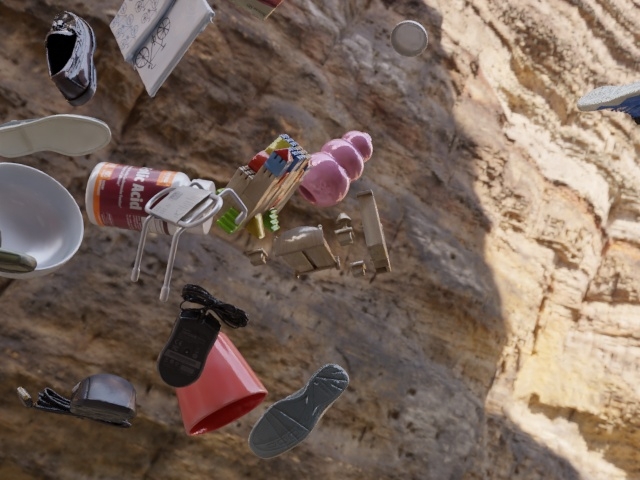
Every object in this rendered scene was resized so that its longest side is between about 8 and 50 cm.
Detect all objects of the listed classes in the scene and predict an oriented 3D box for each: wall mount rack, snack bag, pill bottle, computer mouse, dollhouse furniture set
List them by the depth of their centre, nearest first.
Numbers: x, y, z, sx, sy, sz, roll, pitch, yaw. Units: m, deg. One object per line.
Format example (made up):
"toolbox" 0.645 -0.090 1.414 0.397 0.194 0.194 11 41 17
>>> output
"computer mouse" -0.377 0.239 0.950 0.184 0.060 0.262 17 -26 -13
"wall mount rack" -0.354 -0.017 1.517 0.350 0.304 0.130 17 -34 53
"computer mouse" -0.321 0.253 1.570 0.189 0.272 0.072 30 8 -10
"snack bag" -0.451 -0.609 1.683 0.323 0.342 0.037 -43 -28 27
"dollhouse furniture set" 0.000 0.000 1.743 0.356 0.173 0.303 -13 -26 9
"pill bottle" -0.575 -0.136 2.095 0.393 0.223 0.224 7 -26 0

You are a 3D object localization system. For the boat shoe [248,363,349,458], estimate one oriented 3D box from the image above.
"boat shoe" -0.055 0.447 1.573 0.118 0.320 0.103 40 -35 16

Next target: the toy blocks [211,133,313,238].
"toy blocks" -0.137 -0.177 1.706 0.191 0.381 0.260 41 -69 6

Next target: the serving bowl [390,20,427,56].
"serving bowl" 0.197 -0.447 1.339 0.084 0.027 0.083 14 -42 13

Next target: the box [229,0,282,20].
"box" -0.124 -0.655 1.409 0.232 0.126 0.149 -38 -28 28

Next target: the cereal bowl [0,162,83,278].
"cereal bowl" -0.845 -0.038 1.677 0.339 0.338 0.141 38 -53 -25

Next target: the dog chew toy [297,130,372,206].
"dog chew toy" 0.064 -0.278 2.248 0.207 0.332 0.206 42 -15 14

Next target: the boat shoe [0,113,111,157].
"boat shoe" -0.712 -0.291 1.628 0.320 0.099 0.116 -5 -57 3

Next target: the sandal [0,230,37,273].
"sandal" -0.587 -0.034 0.960 0.303 0.086 0.120 27 -16 3

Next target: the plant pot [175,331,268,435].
"plant pot" -0.337 0.438 1.907 0.243 0.275 0.275 58 -15 23

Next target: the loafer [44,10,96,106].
"loafer" -0.588 -0.446 1.414 0.109 0.302 0.095 -27 -31 10

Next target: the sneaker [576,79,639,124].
"sneaker" 0.541 -0.234 1.077 0.152 0.058 0.084 -12 -52 35
